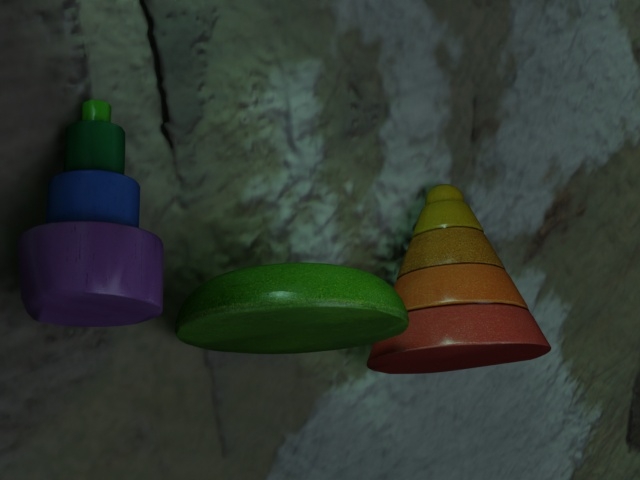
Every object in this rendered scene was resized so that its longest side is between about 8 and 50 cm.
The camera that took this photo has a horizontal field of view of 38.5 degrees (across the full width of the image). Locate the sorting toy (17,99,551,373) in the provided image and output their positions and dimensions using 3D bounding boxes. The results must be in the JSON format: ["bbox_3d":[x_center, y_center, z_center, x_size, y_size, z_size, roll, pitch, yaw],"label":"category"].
[{"bbox_3d":[0.000,0.000,0.534,0.366,0.127,0.126,14,66,-43],"label":"sorting toy"}]
